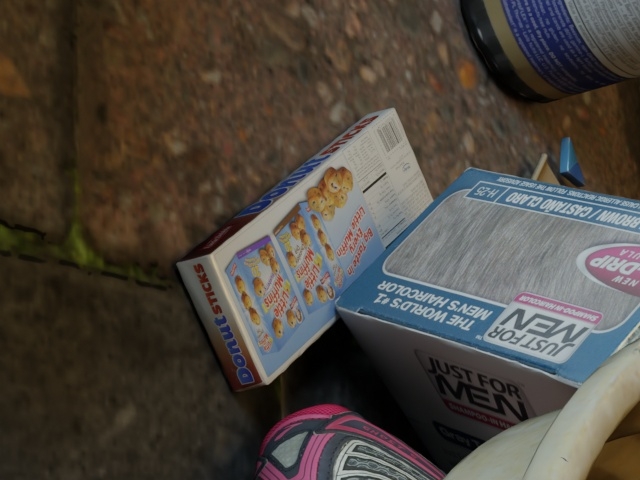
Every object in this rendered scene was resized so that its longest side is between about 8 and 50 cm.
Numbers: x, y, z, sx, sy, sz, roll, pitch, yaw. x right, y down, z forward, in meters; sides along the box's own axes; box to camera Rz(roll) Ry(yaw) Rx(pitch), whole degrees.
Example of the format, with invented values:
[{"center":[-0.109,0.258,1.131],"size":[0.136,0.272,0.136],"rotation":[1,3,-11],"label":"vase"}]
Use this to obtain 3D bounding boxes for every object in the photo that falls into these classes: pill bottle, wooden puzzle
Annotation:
[{"center":[0.193,-0.157,1.026],"size":[0.123,0.219,0.123],"rotation":[23,60,-48],"label":"pill bottle"},{"center":[0.126,-0.001,1.058],"size":[0.116,0.014,0.079],"rotation":[-52,124,-48],"label":"wooden puzzle"}]

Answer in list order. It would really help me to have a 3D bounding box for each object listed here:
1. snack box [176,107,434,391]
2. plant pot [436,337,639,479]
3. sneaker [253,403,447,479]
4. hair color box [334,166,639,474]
[{"center":[0.000,0.000,0.878],"size":[0.178,0.022,0.064],"rotation":[-40,112,-52],"label":"snack box"},{"center":[0.017,0.214,0.580],"size":[0.334,0.305,0.334],"rotation":[23,60,-47],"label":"plant pot"},{"center":[0.076,0.175,0.847],"size":[0.299,0.121,0.112],"rotation":[50,13,-41],"label":"sneaker"},{"center":[0.167,0.135,0.889],"size":[0.105,0.174,0.347],"rotation":[-45,122,-21],"label":"hair color box"}]
